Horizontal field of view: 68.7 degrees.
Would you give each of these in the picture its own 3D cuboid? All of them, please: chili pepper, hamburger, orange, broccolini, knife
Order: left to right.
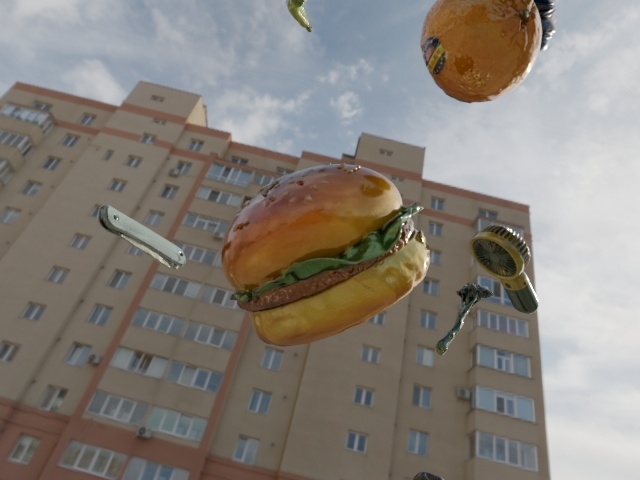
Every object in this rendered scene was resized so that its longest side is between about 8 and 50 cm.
[{"bbox_3d":[-0.261,0.002,0.697,0.023,0.044,0.162,-21,-35,19],"label":"knife"},{"bbox_3d":[-0.048,-0.508,1.027,0.048,0.208,0.043,0,-82,3],"label":"chili pepper"},{"bbox_3d":[-0.001,0.000,0.540,0.246,0.246,0.170,-24,-84,41],"label":"hamburger"},{"bbox_3d":[0.323,0.167,1.078,0.071,0.254,0.058,-34,-89,45],"label":"broccolini"},{"bbox_3d":[0.237,-0.297,0.695,0.177,0.178,0.155,17,-25,-1],"label":"orange"}]

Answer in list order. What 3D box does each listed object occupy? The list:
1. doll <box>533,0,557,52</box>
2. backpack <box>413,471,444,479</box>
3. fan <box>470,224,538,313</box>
[{"bbox_3d":[0.476,-0.603,1.090,0.284,0.240,0.310,-2,-68,-13],"label":"doll"},{"bbox_3d":[0.220,0.511,0.770,0.229,0.229,0.139,-6,0,26],"label":"backpack"},{"bbox_3d":[0.280,0.044,0.690,0.155,0.039,0.082,58,-21,-20],"label":"fan"}]
